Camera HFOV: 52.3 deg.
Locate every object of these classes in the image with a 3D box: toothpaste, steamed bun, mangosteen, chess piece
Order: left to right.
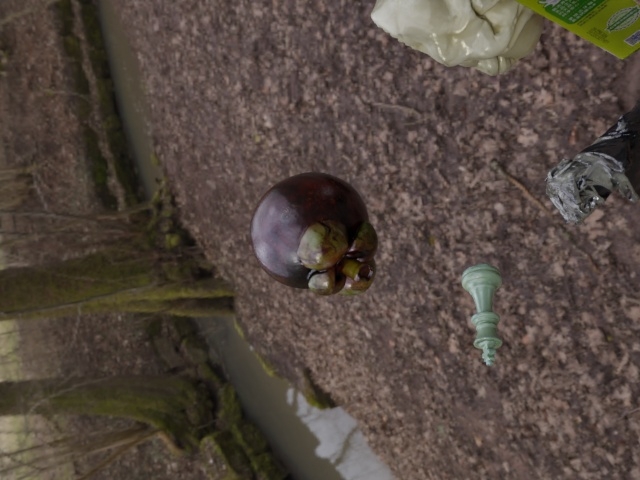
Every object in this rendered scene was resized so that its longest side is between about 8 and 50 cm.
[{"bbox_3d":[0.000,0.000,0.897,0.200,0.200,0.199,26,121,56],"label":"mangosteen"},{"bbox_3d":[0.254,-0.410,1.096,0.276,0.289,0.203,-74,9,-58],"label":"steamed bun"},{"bbox_3d":[0.238,0.109,0.936,0.059,0.059,0.149,123,155,-51],"label":"chess piece"},{"bbox_3d":[0.300,-0.329,0.797,0.077,0.328,0.110,-35,55,45],"label":"toothpaste"}]

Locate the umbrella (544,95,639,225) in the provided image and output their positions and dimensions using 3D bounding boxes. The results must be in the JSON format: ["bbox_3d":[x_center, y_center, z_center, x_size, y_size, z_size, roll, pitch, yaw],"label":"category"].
[{"bbox_3d":[0.494,-0.167,0.984,0.106,0.358,0.113,46,180,36],"label":"umbrella"}]
